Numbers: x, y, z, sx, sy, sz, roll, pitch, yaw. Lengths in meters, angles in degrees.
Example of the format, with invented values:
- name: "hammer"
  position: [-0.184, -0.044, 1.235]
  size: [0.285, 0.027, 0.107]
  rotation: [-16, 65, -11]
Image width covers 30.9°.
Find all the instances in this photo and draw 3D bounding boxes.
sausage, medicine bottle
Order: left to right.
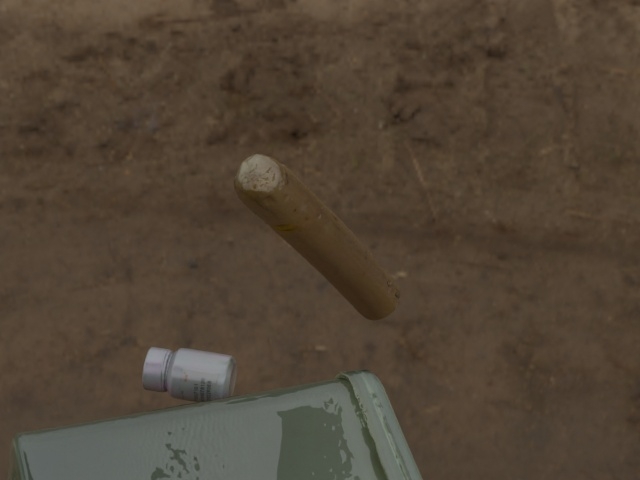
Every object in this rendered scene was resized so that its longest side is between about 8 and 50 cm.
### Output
- name: "medicine bottle"
  position: [-0.133, 0.137, 1.176]
  size: [0.089, 0.052, 0.052]
  rotation: [8, 43, 5]
- name: "sausage"
  position: [-0.001, -0.001, 1.256]
  size: [0.066, 0.301, 0.066]
  rotation: [-15, 54, 22]

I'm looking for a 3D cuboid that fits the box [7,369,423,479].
- name: "box"
  position: [-0.072, 0.310, 1.002]
  size: [0.344, 0.177, 0.352]
  rotation: [-6, 51, -22]
